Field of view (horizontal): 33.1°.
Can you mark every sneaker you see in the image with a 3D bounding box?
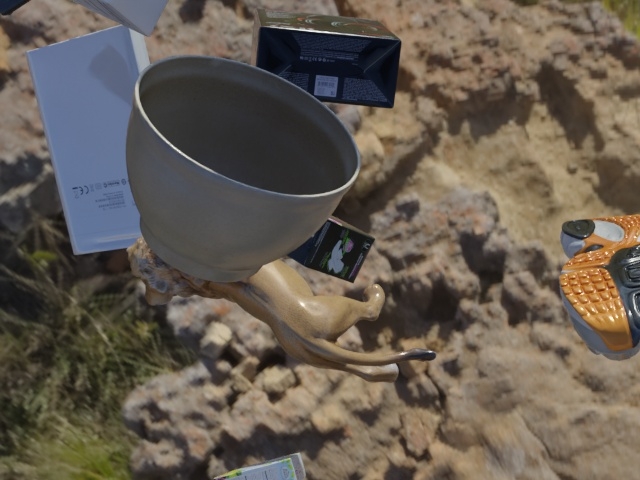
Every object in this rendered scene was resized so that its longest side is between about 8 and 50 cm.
[{"bbox_3d":[0.265,0.062,0.945,0.099,0.262,0.121,-7,104,16],"label":"sneaker"}]

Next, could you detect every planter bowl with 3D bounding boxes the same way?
[{"bbox_3d":[-0.066,-0.040,0.755,0.162,0.109,0.162,18,33,-12],"label":"planter bowl"}]

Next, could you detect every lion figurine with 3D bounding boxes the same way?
[{"bbox_3d":[-0.058,0.077,1.419,0.392,0.240,0.142,23,100,36],"label":"lion figurine"}]

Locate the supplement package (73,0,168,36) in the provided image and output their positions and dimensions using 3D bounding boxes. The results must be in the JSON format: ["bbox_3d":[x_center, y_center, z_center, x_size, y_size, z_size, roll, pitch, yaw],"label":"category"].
[{"bbox_3d":[-0.339,-0.421,1.570,0.244,0.134,0.139,27,88,21],"label":"supplement package"}]

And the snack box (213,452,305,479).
[{"bbox_3d":[-0.075,0.305,1.386,0.100,0.141,0.037,-14,81,1],"label":"snack box"}]

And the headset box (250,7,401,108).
[{"bbox_3d":[-0.001,-0.301,1.738,0.218,0.110,0.293,5,17,-6],"label":"headset box"}]

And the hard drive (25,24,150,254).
[{"bbox_3d":[-0.356,-0.162,1.788,0.233,0.047,0.353,-7,99,31],"label":"hard drive"}]

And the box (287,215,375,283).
[{"bbox_3d":[0.000,0.000,1.051,0.062,0.083,0.052,30,95,40],"label":"box"}]

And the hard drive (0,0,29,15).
[{"bbox_3d":[-0.233,-0.252,0.951,0.135,0.022,0.094,-35,31,-3],"label":"hard drive"}]
